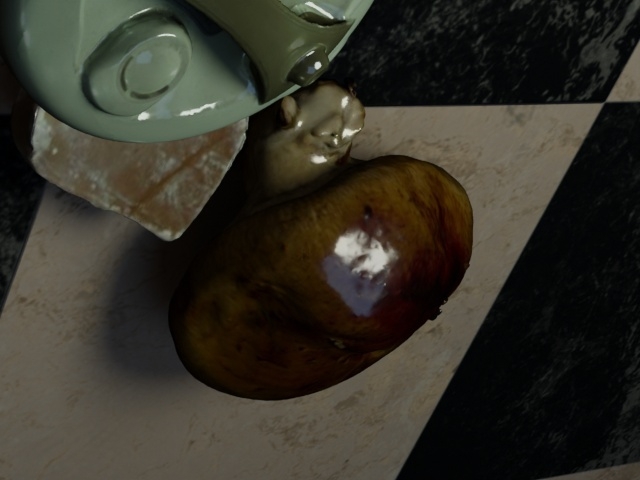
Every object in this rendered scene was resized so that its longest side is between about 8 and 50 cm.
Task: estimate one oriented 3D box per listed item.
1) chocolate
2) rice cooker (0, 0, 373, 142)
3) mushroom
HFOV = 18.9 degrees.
[{"bbox_3d":[-0.179,-0.112,1.699,0.157,0.080,0.254,-56,144,3],"label":"chocolate"},{"bbox_3d":[-0.122,-0.259,1.366,0.335,0.325,0.335,-22,142,-18],"label":"rice cooker"},{"bbox_3d":[0.000,0.000,1.897,0.345,0.260,0.345,-27,171,-4],"label":"mushroom"}]
